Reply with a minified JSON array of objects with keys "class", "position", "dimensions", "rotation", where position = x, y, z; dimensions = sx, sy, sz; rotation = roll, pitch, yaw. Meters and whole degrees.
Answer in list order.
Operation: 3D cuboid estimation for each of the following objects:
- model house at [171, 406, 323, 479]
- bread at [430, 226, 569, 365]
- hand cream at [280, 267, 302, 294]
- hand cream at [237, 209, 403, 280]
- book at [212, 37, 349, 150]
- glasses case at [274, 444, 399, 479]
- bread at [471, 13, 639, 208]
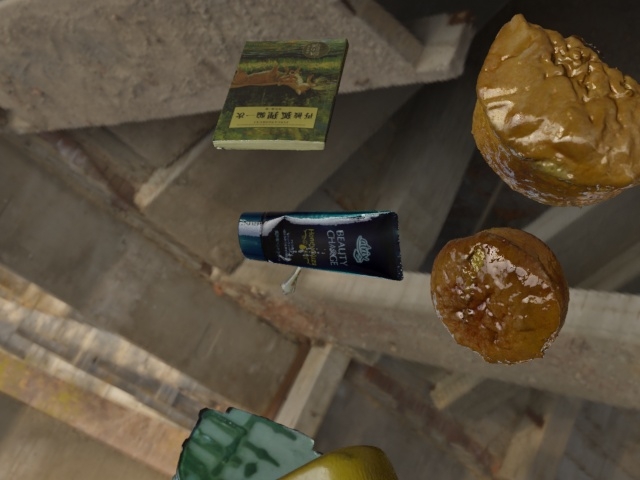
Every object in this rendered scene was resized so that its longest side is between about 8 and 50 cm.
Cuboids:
[{"class":"model house","position":[-0.163,0.547,1.726],"dimensions":[0.295,0.251,0.329],"rotation":[21,141,3]},{"class":"bread","position":[0.382,0.109,1.760],"dimensions":[0.312,0.172,0.312],"rotation":[23,126,35]},{"class":"hand cream","position":[-0.047,0.059,1.928],"dimensions":[0.037,0.165,0.057],"rotation":[29,-159,-4]},{"class":"hand cream","position":[0.000,0.000,1.314],"dimensions":[0.271,0.061,0.120],"rotation":[4,116,22]},{"class":"book","position":[-0.053,-0.212,1.178],"dimensions":[0.160,0.228,0.024],"rotation":[2,139,13]},{"class":"glasses case","position":[-0.043,0.400,1.059],"dimensions":[0.371,0.141,0.173],"rotation":[-34,148,23]},{"class":"bread","position":[0.257,-0.117,0.893],"dimensions":[0.229,0.139,0.143],"rotation":[36,163,9]}]
